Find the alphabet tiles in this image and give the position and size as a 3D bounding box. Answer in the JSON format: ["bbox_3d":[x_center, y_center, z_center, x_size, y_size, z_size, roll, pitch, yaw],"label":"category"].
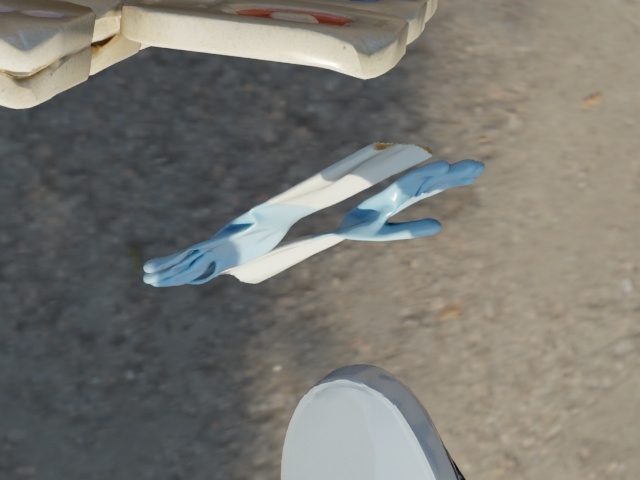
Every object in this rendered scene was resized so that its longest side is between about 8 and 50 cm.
[{"bbox_3d":[-0.109,-0.074,0.540,0.278,0.284,0.021,7,103,6],"label":"alphabet tiles"}]

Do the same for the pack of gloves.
[{"bbox_3d":[0.000,0.000,1.330,0.232,0.195,0.046,-26,78,28],"label":"pack of gloves"}]

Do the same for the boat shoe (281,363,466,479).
[{"bbox_3d":[0.069,0.197,1.107,0.113,0.105,0.306,-8,112,35],"label":"boat shoe"}]
